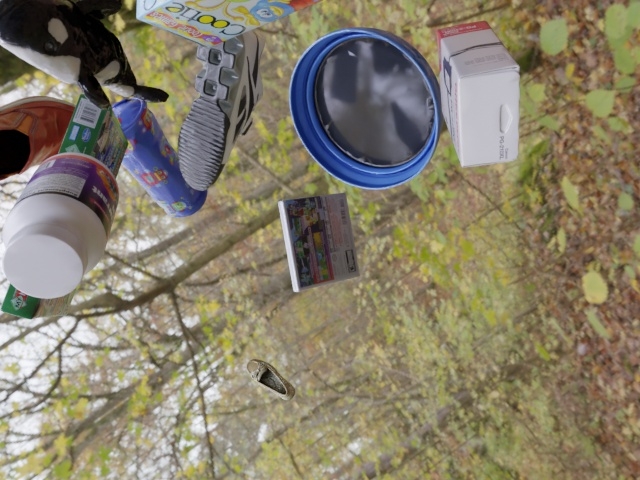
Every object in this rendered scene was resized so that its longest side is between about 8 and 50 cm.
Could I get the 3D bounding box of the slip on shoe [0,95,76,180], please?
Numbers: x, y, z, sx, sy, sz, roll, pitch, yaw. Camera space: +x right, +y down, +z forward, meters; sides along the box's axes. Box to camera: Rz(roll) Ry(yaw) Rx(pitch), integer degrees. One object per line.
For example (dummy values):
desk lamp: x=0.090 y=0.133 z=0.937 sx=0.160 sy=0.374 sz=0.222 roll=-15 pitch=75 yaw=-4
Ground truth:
slip on shoe: x=-0.454 y=-0.141 z=0.875 sx=0.101 sy=0.123 sz=0.331 roll=28 pitch=-158 yaw=10

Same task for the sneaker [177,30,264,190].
sneaker: x=-0.178 y=-0.253 z=1.161 sx=0.122 sy=0.330 sz=0.146 roll=30 pitch=-156 yaw=23

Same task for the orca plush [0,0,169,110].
orca plush: x=-0.253 y=-0.230 z=0.690 sx=0.151 sy=0.102 sz=0.287 roll=51 pitch=-172 yaw=18

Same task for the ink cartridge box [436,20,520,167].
ink cartridge box: x=0.277 y=-0.265 z=1.055 sx=0.237 sy=0.100 sz=0.172 roll=-89 pitch=-11 yaw=-53

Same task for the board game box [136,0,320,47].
board game box: x=-0.127 y=-0.404 z=0.860 sx=0.142 sy=0.275 sz=0.144 roll=7 pitch=-98 yaw=-50

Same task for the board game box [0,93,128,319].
board game box: x=-0.380 y=-0.039 z=0.906 sx=0.046 sy=0.317 sz=0.213 roll=18 pitch=170 yaw=-10

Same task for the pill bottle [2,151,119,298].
pill bottle: x=-0.302 y=-0.020 z=0.690 sx=0.108 sy=0.108 sz=0.193 roll=57 pitch=-172 yaw=-31

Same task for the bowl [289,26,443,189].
bowl: x=0.109 y=-0.311 z=1.405 sx=0.391 sy=0.077 sz=0.391 roll=19 pitch=130 yaw=24

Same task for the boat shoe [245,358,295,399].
boat shoe: x=-0.132 y=0.347 z=1.491 sx=0.153 sy=0.056 sz=0.048 roll=35 pitch=173 yaw=25

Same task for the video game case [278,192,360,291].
video game case: x=0.000 y=0.000 z=1.328 sx=0.023 sy=0.183 sz=0.201 roll=-8 pitch=92 yaw=52

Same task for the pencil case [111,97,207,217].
pencil case: x=-0.367 y=-0.182 z=1.307 sx=0.306 sy=0.119 sz=0.133 roll=60 pitch=-164 yaw=-50
